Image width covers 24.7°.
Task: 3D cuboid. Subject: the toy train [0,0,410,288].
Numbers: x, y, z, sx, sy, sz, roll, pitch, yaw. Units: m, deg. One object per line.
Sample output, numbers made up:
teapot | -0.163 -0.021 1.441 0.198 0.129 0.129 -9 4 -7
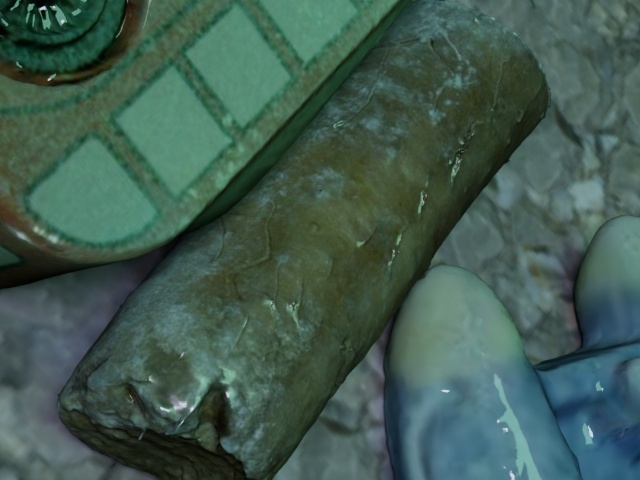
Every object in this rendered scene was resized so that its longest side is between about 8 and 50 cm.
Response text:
toy train | -0.068 -0.099 0.577 0.159 0.129 0.326 52 55 -17

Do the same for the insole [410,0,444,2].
insole | -0.041 -0.129 0.682 0.253 0.005 0.086 -2 74 -33

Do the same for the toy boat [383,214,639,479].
toy boat | 0.162 0.145 0.643 0.215 0.123 0.330 -10 78 -36

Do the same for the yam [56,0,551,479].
yam | 0.000 0.000 0.612 0.093 0.093 0.259 46 55 -11
